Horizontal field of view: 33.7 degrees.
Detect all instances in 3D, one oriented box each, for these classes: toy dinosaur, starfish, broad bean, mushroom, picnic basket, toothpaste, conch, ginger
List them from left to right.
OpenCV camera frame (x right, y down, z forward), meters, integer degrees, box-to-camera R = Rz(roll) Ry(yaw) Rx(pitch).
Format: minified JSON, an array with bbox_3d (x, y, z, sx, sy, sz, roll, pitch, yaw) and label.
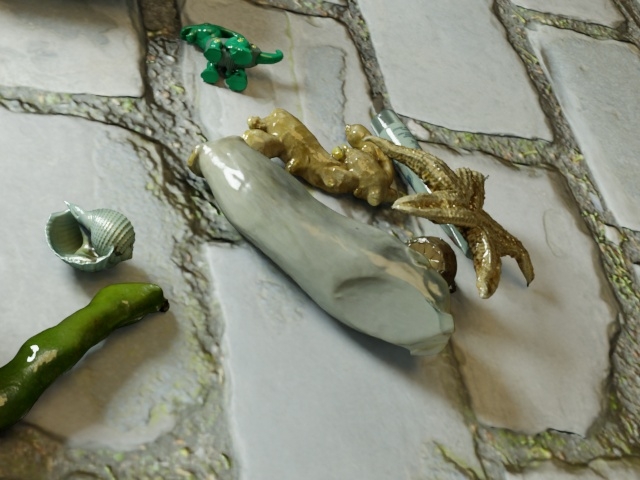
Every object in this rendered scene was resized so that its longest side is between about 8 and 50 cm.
[{"bbox_3d":[-0.228,0.097,0.951,0.256,0.052,0.052,-38,115,-48],"label":"broad bean"},{"bbox_3d":[-0.224,0.001,1.039,0.085,0.056,0.076,24,59,24],"label":"conch"},{"bbox_3d":[-0.111,-0.241,1.336,0.132,0.059,0.096,7,40,-11],"label":"toy dinosaur"},{"bbox_3d":[-0.002,0.001,1.130,0.351,0.097,0.109,37,45,12],"label":"mushroom"},{"bbox_3d":[0.011,-0.101,1.265,0.176,0.052,0.193,42,43,16],"label":"ginger"},{"bbox_3d":[0.134,-0.068,1.307,0.062,0.039,0.239,14,39,-54],"label":"toothpaste"},{"bbox_3d":[0.128,0.028,1.201,0.072,0.072,0.083,53,16,24],"label":"picnic basket"},{"bbox_3d":[0.159,-0.023,1.200,0.277,0.062,0.235,44,29,-19],"label":"starfish"}]
